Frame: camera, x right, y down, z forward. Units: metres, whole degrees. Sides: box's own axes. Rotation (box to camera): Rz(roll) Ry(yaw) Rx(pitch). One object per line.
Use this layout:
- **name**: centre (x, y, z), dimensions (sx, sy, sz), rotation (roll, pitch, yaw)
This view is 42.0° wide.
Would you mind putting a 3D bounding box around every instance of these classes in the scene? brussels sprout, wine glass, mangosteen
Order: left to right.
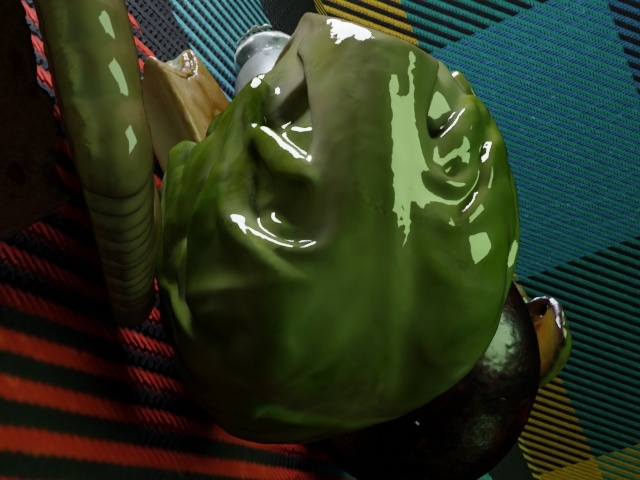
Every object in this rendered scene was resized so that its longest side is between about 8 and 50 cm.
- **wine glass**: centre (-0.056, -0.182, 1.093), dimensions (0.111, 0.111, 0.204), rotation (53, 17, -47)
- **brussels sprout**: centre (0.000, 0.000, 0.631), dimensions (0.247, 0.328, 0.328), rotation (18, 47, -44)
- **mangosteen**: centre (0.110, 0.125, 0.884), dimensions (0.288, 0.288, 0.288), rotation (-22, 90, -76)

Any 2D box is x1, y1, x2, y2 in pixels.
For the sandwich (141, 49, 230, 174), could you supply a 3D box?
- **sandwich**: centre (-0.104, -0.099, 0.887), dimensions (0.212, 0.063, 0.245), rotation (66, 12, 0)

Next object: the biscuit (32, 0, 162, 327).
- **biscuit**: centre (-0.132, -0.077, 0.488), dimensions (0.325, 0.044, 0.217), rotation (121, -49, -70)

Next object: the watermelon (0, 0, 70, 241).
- **watermelon**: centre (-0.197, -0.086, 0.414), dimensions (0.094, 0.154, 0.241), rotation (-95, 173, -50)
